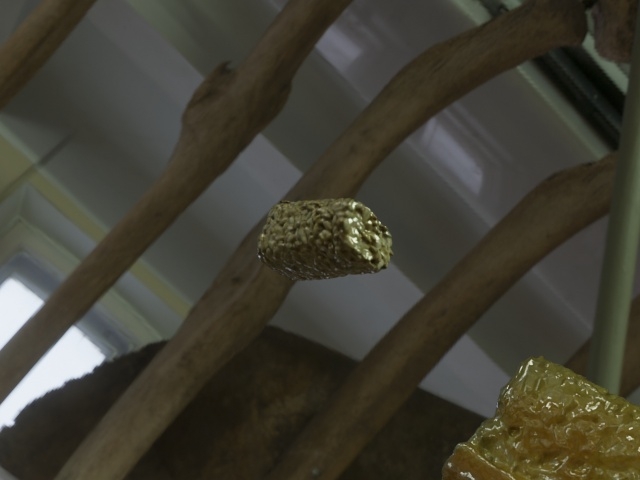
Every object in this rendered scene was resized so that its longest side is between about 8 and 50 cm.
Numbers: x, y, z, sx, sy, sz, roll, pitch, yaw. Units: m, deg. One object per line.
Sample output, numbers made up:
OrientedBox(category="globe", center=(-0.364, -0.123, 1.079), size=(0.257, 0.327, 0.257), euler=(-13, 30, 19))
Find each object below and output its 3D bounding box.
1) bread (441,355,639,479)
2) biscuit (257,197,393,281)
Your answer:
OrientedBox(category="bread", center=(0.190, 0.184, 0.535), size=(0.169, 0.140, 0.160), euler=(28, -19, 32))
OrientedBox(category="biscuit", center=(0.000, 0.000, 0.820), size=(0.082, 0.070, 0.168), euler=(38, -24, -31))
